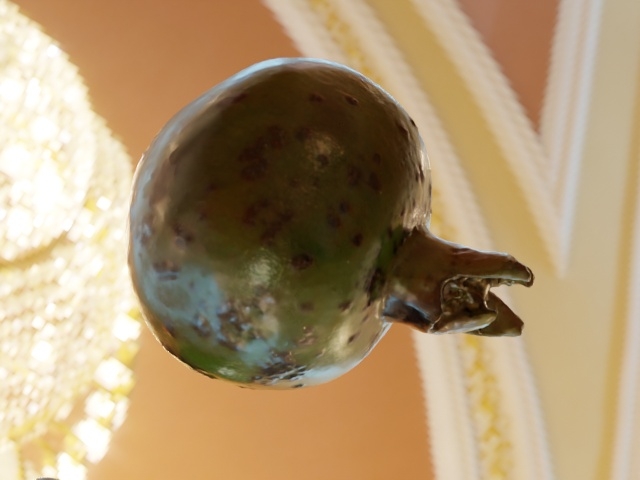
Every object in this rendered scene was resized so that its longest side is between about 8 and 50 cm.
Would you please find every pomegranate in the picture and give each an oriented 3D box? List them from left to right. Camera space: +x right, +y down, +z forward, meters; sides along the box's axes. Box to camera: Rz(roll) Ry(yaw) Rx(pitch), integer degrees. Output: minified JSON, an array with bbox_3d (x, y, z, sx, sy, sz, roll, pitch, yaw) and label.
[{"bbox_3d":[0.000,0.000,1.218,0.263,0.211,0.211,23,-142,18],"label":"pomegranate"}]

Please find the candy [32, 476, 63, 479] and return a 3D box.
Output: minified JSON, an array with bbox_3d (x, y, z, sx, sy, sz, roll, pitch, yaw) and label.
[{"bbox_3d":[-0.196,0.333,1.375,0.208,0.145,0.359,23,-147,7],"label":"candy"}]
